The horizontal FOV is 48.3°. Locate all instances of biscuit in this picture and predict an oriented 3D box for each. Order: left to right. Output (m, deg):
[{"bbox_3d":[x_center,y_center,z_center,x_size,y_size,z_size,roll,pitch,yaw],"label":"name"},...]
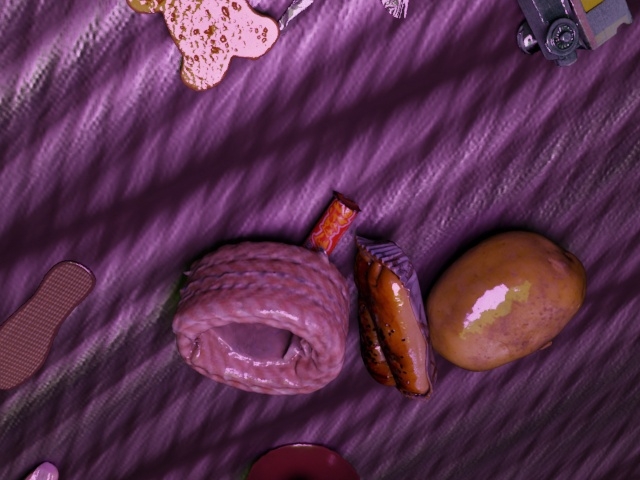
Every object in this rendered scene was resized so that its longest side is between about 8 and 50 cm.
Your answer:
[{"bbox_3d":[-0.154,-0.307,0.855,0.158,0.035,0.240,-27,117,2],"label":"biscuit"}]

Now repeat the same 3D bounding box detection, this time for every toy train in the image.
[{"bbox_3d":[0.295,-0.325,0.900,0.132,0.083,0.200,-36,116,-3],"label":"toy train"}]

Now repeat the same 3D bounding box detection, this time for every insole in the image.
[{"bbox_3d":[-0.416,0.126,1.040,0.086,0.005,0.253,33,106,-22],"label":"insole"}]

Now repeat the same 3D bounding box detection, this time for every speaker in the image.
[{"bbox_3d":[-0.005,0.501,1.242,0.259,0.198,0.329,-36,142,-35],"label":"speaker"}]

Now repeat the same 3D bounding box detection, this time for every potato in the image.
[{"bbox_3d":[0.267,0.088,1.052,0.197,0.148,0.228,34,105,-8],"label":"potato"}]

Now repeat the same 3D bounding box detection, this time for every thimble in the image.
[{"bbox_3d":[-0.075,0.107,0.988,0.229,0.148,0.195,1,132,7],"label":"thimble"}]

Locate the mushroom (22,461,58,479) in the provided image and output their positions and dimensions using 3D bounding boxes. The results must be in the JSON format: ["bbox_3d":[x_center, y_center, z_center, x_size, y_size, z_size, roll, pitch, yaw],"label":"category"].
[{"bbox_3d":[-0.475,0.454,1.153,0.084,0.071,0.209,27,108,16],"label":"mushroom"}]

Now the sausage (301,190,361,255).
[{"bbox_3d":[0.000,0.000,1.025,0.050,0.048,0.145,26,112,-23],"label":"sausage"}]

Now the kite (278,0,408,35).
[{"bbox_3d":[0.027,-0.353,0.875,0.229,0.012,0.250,41,104,-20],"label":"kite"}]

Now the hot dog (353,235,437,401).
[{"bbox_3d":[0.100,0.117,1.030,0.082,0.162,0.270,-22,118,-16],"label":"hot dog"}]
